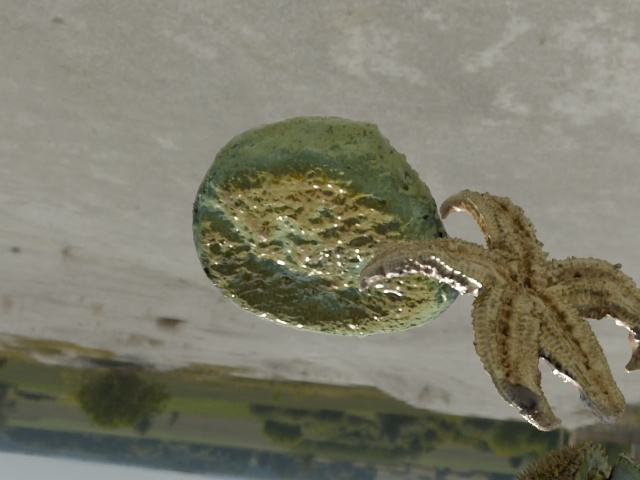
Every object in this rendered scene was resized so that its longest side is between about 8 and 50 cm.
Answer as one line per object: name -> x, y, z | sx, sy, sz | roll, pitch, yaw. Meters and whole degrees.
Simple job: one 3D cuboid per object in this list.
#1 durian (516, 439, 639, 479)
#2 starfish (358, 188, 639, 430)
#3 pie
durian -> 0.274, 0.346, 1.012 | 0.193, 0.237, 0.138 | 49, 166, 1
starfish -> 0.145, 0.040, 0.706 | 0.216, 0.238, 0.071 | 1, 132, -12
pie -> 0.000, 0.000, 1.021 | 0.323, 0.070, 0.323 | 8, 134, 8
